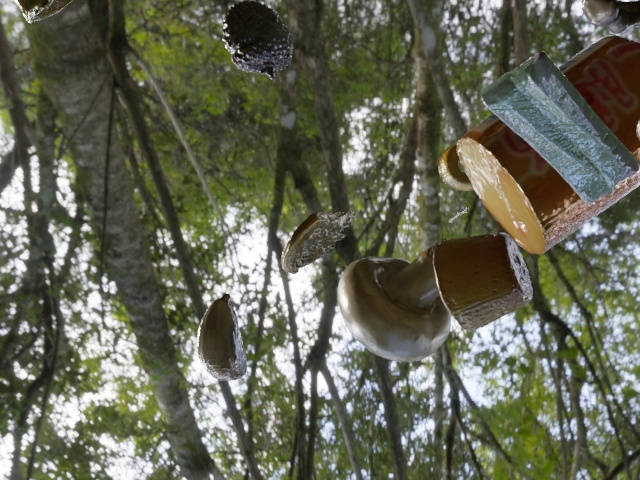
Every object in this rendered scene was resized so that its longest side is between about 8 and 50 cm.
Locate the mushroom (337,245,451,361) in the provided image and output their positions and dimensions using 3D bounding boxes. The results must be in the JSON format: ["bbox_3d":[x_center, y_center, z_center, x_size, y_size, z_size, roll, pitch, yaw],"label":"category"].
[{"bbox_3d":[0.197,0.128,1.642,0.297,0.290,0.297,25,-149,-16],"label":"mushroom"}]

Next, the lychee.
[{"bbox_3d":[-0.061,-0.194,0.666,0.068,0.083,0.067,-25,-172,-19],"label":"lychee"}]

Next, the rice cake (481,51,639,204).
[{"bbox_3d":[0.280,-0.123,0.773,0.080,0.221,0.042,-34,-145,33],"label":"rice cake"}]

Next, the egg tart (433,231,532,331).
[{"bbox_3d":[0.328,0.068,1.364,0.147,0.202,0.203,-24,-137,26],"label":"egg tart"}]

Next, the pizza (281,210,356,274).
[{"bbox_3d":[0.000,0.000,1.538,0.034,0.181,0.262,44,-152,19],"label":"pizza"}]

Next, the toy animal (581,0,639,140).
[{"bbox_3d":[0.196,-0.141,0.304,0.186,0.214,0.093,-42,-155,-16],"label":"toy animal"}]

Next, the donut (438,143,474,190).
[{"bbox_3d":[0.412,-0.211,1.921,0.151,0.058,0.152,2,-101,-11],"label":"donut"}]

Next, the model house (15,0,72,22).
[{"bbox_3d":[-0.315,-0.405,0.833,0.173,0.268,0.239,0,-165,-22],"label":"model house"}]

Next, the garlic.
[{"bbox_3d":[-0.208,0.216,1.418,0.086,0.196,0.101,-5,-165,19],"label":"garlic"}]

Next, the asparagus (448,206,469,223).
[{"bbox_3d":[0.374,-0.069,1.824,0.016,0.163,0.016,-33,-95,-11],"label":"asparagus"}]

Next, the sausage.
[{"bbox_3d":[0.392,-0.150,1.067,0.287,0.233,0.233,-34,-128,-3],"label":"sausage"}]
